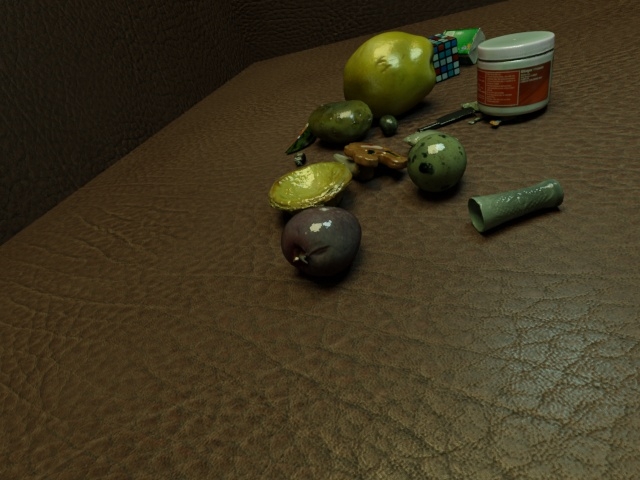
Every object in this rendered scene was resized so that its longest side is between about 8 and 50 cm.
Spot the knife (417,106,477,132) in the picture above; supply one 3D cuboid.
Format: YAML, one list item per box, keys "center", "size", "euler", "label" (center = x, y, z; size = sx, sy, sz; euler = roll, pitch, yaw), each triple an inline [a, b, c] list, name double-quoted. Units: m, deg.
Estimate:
- center: [0.506, -0.492, 1.660]
  size: [0.245, 0.019, 0.072]
  euler: [-20, 33, 5]
  label: "knife"

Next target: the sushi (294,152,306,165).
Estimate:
- center: [-0.086, -0.359, 1.766]
  size: [0.045, 0.044, 0.083]
  euler: [-14, 37, 11]
  label: "sushi"

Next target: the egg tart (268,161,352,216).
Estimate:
- center: [-0.029, -0.164, 1.407]
  size: [0.314, 0.120, 0.315]
  euler: [-13, 33, 9]
  label: "egg tart"

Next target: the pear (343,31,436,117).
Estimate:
- center: [0.301, -0.727, 1.811]
  size: [0.417, 0.363, 0.363]
  euler: [-8, 36, 24]
  label: "pear"

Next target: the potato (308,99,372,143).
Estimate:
- center: [0.078, -0.514, 1.782]
  size: [0.307, 0.173, 0.210]
  euler: [11, 53, 40]
  label: "potato"

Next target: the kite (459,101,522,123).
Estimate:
- center: [0.696, -0.522, 1.617]
  size: [0.267, 0.013, 0.323]
  euler: [-30, 37, -14]
  label: "kite"

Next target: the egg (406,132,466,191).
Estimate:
- center: [0.365, -0.245, 1.269]
  size: [0.176, 0.177, 0.228]
  euler: [3, 24, 30]
  label: "egg"

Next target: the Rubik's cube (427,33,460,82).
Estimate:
- center: [0.578, -0.920, 2.073]
  size: [0.187, 0.182, 0.184]
  euler: [-24, 36, -4]
  label: "Rubik's cube"

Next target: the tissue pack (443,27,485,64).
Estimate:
- center: [0.752, -1.013, 2.164]
  size: [0.209, 0.156, 0.148]
  euler: [26, 91, 45]
  label: "tissue pack"

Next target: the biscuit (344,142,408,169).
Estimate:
- center: [0.191, -0.321, 1.496]
  size: [0.201, 0.047, 0.334]
  euler: [3, 21, -10]
  label: "biscuit"

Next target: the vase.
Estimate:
- center: [0.511, -0.097, 1.065]
  size: [0.219, 0.096, 0.096]
  euler: [-16, 34, 1]
  label: "vase"

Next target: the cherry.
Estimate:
- center: [0.000, 0.000, 1.113]
  size: [0.213, 0.184, 0.266]
  euler: [25, 39, 36]
  label: "cherry"

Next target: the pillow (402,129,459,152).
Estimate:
- center: [0.402, -0.346, 1.469]
  size: [0.134, 0.078, 0.181]
  euler: [-26, 36, -8]
  label: "pillow"

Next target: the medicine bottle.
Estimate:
- center: [0.710, -0.610, 1.496]
  size: [0.252, 0.241, 0.253]
  euler: [-10, 32, 6]
  label: "medicine bottle"

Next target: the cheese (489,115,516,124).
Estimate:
- center: [0.681, -0.452, 1.510]
  size: [0.111, 0.017, 0.047]
  euler: [-26, 35, -8]
  label: "cheese"

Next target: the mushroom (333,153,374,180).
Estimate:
- center: [0.115, -0.280, 1.526]
  size: [0.084, 0.071, 0.209]
  euler: [-1, 22, -33]
  label: "mushroom"

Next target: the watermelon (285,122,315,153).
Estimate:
- center: [-0.086, -0.491, 1.943]
  size: [0.119, 0.063, 0.245]
  euler: [-17, 35, 40]
  label: "watermelon"

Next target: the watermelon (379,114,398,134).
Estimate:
- center: [0.287, -0.492, 1.727]
  size: [0.078, 0.078, 0.111]
  euler: [-19, 29, 3]
  label: "watermelon"
